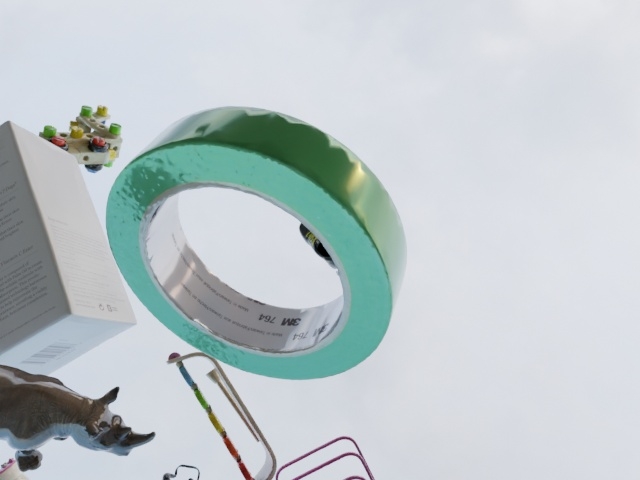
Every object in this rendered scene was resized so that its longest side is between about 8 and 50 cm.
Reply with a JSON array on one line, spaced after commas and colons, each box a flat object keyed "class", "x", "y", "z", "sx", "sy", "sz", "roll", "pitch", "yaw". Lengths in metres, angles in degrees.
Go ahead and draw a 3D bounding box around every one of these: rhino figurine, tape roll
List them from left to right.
[{"class": "rhino figurine", "x": -0.278, "y": 0.169, "z": 0.573, "sx": 0.243, "sy": 0.106, "sz": 0.073, "roll": 10, "pitch": -141, "yaw": 4}, {"class": "tape roll", "x": -0.071, "y": 0.017, "z": 0.644, "sx": 0.321, "sy": 0.321, "sz": 0.077, "roll": 16, "pitch": -139, "yaw": 9}]

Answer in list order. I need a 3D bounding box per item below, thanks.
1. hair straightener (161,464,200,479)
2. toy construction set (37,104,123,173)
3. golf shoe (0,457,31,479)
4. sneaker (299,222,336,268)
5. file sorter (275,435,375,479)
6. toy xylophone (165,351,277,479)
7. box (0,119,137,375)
[{"class": "hair straightener", "x": -0.232, "y": 0.474, "z": 1.040, "sx": 0.089, "sy": 0.047, "sz": 0.230, "roll": -13, "pitch": -159, "yaw": -14}, {"class": "toy construction set", "x": -0.641, "y": -0.247, "z": 1.485, "sx": 0.327, "sy": 0.151, "sz": 0.215, "roll": -23, "pitch": -127, "yaw": -37}, {"class": "golf shoe", "x": -0.655, "y": 0.564, "z": 1.220, "sx": 0.140, "sy": 0.306, "sz": 0.115, "roll": 46, "pitch": -138, "yaw": 5}, {"class": "sneaker", "x": 0.000, "y": 0.000, "z": 0.747, "sx": 0.031, "sy": 0.035, "sz": 0.083, "roll": -47, "pitch": -119, "yaw": 2}, {"class": "file sorter", "x": 0.036, "y": 0.542, "z": 1.124, "sx": 0.202, "sy": 0.291, "sz": 0.182, "roll": -26, "pitch": -73, "yaw": -3}, {"class": "toy xylophone", "x": -0.186, "y": 0.346, "z": 1.165, "sx": 0.081, "sy": 0.236, "sz": 0.323, "roll": -32, "pitch": -102, "yaw": -16}, {"class": "box", "x": -0.478, "y": 0.025, "z": 0.951, "sx": 0.215, "sy": 0.168, "sz": 0.345, "roll": -29, "pitch": -109, "yaw": 8}]
